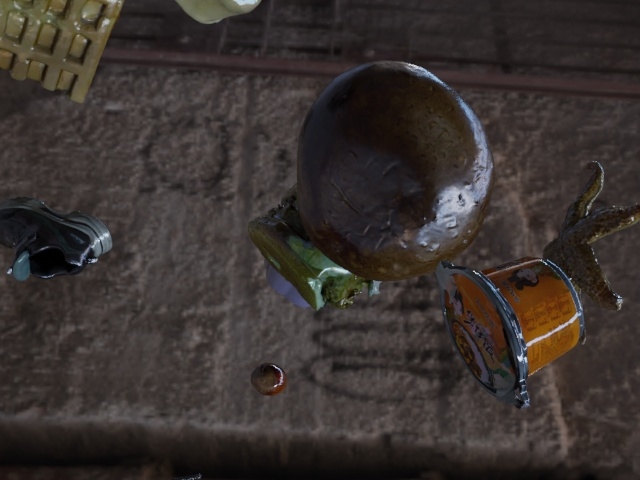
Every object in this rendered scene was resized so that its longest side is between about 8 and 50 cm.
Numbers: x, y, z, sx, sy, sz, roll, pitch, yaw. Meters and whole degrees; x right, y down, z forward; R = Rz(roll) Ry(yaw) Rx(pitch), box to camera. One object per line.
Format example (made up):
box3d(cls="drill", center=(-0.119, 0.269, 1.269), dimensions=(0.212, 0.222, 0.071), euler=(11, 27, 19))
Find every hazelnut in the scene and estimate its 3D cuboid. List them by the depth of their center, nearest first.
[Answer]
box3d(cls="hazelnut", center=(-0.115, 0.320, 1.980), dimensions=(0.086, 0.086, 0.086), euler=(-177, -90, -90))

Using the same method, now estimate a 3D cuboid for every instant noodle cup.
box3d(cls="instant noodle cup", center=(0.251, 0.097, 1.085), dimensions=(0.208, 0.126, 0.177), euler=(66, -16, 9))

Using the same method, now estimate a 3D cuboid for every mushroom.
box3d(cls="mushroom", center=(0.112, -0.100, 1.354), dimensions=(0.239, 0.345, 0.345), euler=(-65, 163, -50))

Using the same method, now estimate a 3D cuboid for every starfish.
box3d(cls="starfish", center=(0.508, 0.018, 1.660), dimensions=(0.327, 0.094, 0.374), euler=(153, -48, -75))

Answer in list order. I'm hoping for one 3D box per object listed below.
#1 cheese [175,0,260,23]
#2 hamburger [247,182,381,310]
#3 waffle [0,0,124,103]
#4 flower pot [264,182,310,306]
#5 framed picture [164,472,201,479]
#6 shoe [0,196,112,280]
box3d(cls="cheese", center=(-0.175, -0.486, 1.202), dimensions=(0.384, 0.104, 0.383), euler=(10, 77, -53))
box3d(cls="hamburger", center=(0.000, 0.000, 1.573), dimensions=(0.168, 0.288, 0.192), euler=(-40, 162, -19))
box3d(cls="waffle", center=(-0.650, -0.501, 1.938), dimensions=(0.304, 0.348, 0.077), euler=(-59, -152, 30))
box3d(cls="flower pot", center=(-0.007, 0.017, 2.012), dimensions=(0.243, 0.265, 0.265), euler=(-51, -158, 31))
box3d(cls="framed picture", center=(-0.368, 0.402, 1.238), dimensions=(0.244, 0.324, 0.013), euler=(-38, -118, 41))
box3d(cls="shoe", center=(-0.349, 0.008, 1.045), dimensions=(0.099, 0.169, 0.071), euler=(-68, 163, -44))
